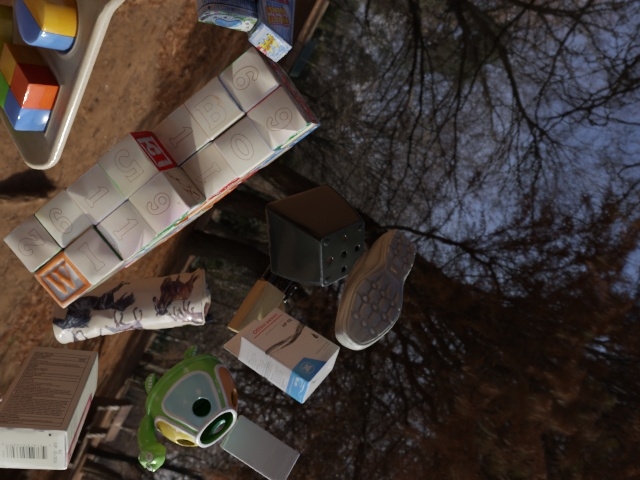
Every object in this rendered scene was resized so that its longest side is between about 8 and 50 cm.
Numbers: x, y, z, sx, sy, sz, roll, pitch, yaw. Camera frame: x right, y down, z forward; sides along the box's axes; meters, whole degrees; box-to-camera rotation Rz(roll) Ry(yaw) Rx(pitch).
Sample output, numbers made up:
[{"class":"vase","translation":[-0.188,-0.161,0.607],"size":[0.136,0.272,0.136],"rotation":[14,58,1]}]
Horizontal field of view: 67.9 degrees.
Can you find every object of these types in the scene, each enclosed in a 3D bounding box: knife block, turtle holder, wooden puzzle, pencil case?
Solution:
[{"class":"knife block","translation":[-0.218,0.200,1.774],"size":[0.088,0.275,0.242],"rotation":[-2,-84,58]},{"class":"turtle holder","translation":[-0.393,0.492,1.399],"size":[0.227,0.320,0.244],"rotation":[36,-50,35]},{"class":"wooden puzzle","translation":[-0.459,-0.339,0.735],"size":[0.348,0.322,0.080],"rotation":[-46,160,29]},{"class":"pencil case","translation":[-0.503,0.172,1.284],"size":[0.183,0.410,0.160],"rotation":[134,-51,-78]}]

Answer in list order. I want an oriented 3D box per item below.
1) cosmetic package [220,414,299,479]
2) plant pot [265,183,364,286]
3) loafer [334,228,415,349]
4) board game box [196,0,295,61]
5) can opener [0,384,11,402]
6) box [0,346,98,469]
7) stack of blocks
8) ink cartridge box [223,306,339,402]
[{"class":"cosmetic package","translation":[-0.196,0.676,1.536],"size":[0.117,0.231,0.085],"rotation":[-55,-178,-25]},{"class":"plant pot","translation":[0.000,0.000,1.104],"size":[0.167,0.188,0.188],"rotation":[31,-47,44]},{"class":"loafer","translation":[0.100,0.098,0.932],"size":[0.111,0.112,0.319],"rotation":[-39,-173,40]},{"class":"board game box","translation":[-0.120,-0.428,0.843],"size":[0.060,0.194,0.194],"rotation":[-18,-101,53]},{"class":"can opener","translation":[-0.786,0.422,1.023],"size":[0.075,0.095,0.283],"rotation":[-9,-159,31]},{"class":"box","translation":[-0.600,0.363,1.049],"size":[0.232,0.148,0.127],"rotation":[-104,-155,-60]},{"class":"stack of blocks","translation":[-0.150,-0.069,0.502],"size":[0.297,0.087,0.171],"rotation":[-34,-171,12]},{"class":"ink cartridge box","translation":[-0.071,0.189,0.842],"size":[0.104,0.180,0.060],"rotation":[-37,149,-50]}]
